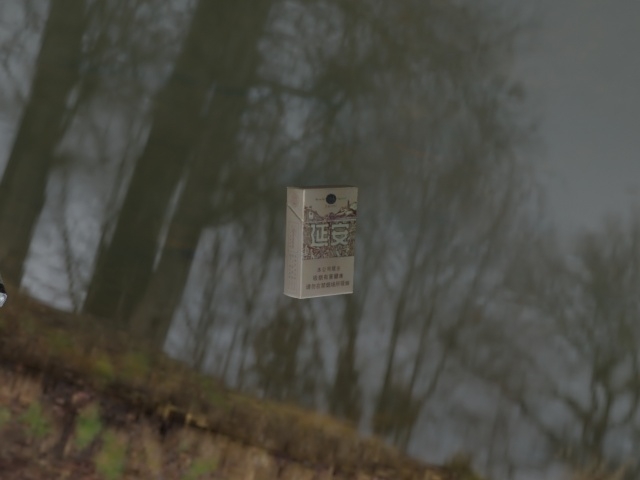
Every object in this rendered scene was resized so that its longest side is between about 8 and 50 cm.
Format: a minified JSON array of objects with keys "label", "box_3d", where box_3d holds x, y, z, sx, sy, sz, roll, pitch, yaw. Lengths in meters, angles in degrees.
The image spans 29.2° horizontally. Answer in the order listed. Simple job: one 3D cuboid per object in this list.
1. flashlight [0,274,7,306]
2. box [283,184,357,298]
[{"label":"flashlight","box_3d":[-0.308,0.028,1.140,0.018,0.083,0.018,11,122,-36]},{"label":"box","box_3d":[0.000,0.000,0.926,0.053,0.083,0.024,-6,-167,-39]}]
